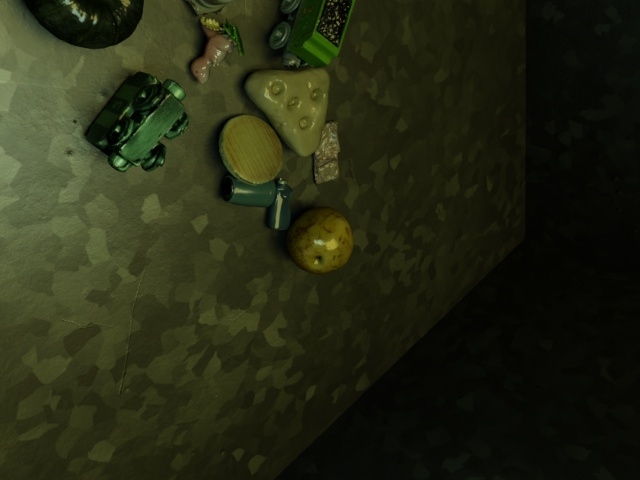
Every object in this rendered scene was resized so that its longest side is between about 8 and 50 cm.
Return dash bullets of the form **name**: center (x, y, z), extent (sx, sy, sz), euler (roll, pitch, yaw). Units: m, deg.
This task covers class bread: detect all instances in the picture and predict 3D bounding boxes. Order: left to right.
- **bread**: center (-0.246, -0.318, 1.932), extent (0.267, 0.040, 0.267), euler (12, 72, -40)

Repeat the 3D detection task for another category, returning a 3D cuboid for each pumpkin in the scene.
- **pumpkin**: center (-0.591, -0.640, 1.395), extent (0.300, 0.207, 0.300), euler (-20, 116, -47)

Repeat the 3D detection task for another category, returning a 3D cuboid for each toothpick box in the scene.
- **toothpick box**: center (-0.264, -0.183, 1.985), extent (0.184, 0.120, 0.120), euler (1, 107, -41)

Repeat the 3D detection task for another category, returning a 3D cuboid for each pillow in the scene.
- **pillow**: center (0.027, -0.357, 2.250), extent (0.135, 0.049, 0.249), euler (-21, 118, -33)

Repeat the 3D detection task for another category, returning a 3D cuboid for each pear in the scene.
- **pear**: center (0.000, 0.000, 2.222), extent (0.280, 0.280, 0.281), euler (-20, 120, -38)

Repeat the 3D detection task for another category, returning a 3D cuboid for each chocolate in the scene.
- **chocolate**: center (-0.312, -0.785, 1.656), extent (0.221, 0.147, 0.221), euler (-23, 126, -35)

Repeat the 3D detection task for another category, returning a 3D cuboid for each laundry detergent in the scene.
- **laundry detergent**: center (-0.158, -0.146, 2.149), extent (0.096, 0.061, 0.206), euler (-5, 110, -35)

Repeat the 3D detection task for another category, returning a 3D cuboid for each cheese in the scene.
- **cheese**: center (-0.115, -0.458, 2.001), extent (0.351, 0.129, 0.329), euler (-20, 120, -39)

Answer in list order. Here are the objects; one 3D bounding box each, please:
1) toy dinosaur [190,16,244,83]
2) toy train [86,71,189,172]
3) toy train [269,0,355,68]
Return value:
- **toy dinosaur**: center (-0.338, -0.613, 1.748), extent (0.177, 0.152, 0.194), euler (-12, 114, 1)
- **toy train**: center (-0.517, -0.334, 1.578), extent (0.299, 0.238, 0.167), euler (-55, 137, -9)
- **toy train**: center (-0.029, -0.734, 1.871), extent (0.173, 0.248, 0.307), euler (22, 83, -45)
